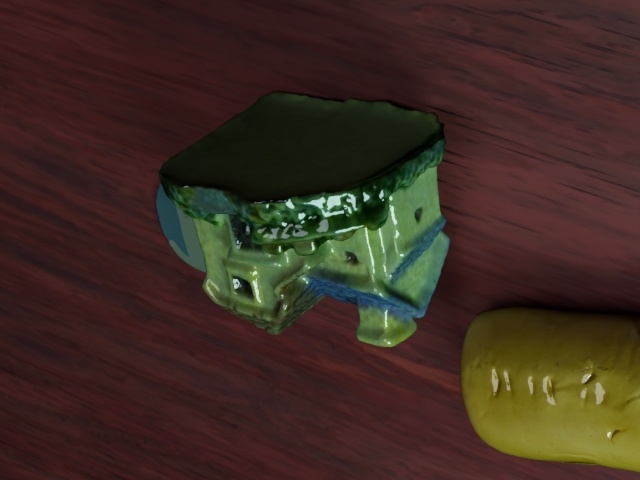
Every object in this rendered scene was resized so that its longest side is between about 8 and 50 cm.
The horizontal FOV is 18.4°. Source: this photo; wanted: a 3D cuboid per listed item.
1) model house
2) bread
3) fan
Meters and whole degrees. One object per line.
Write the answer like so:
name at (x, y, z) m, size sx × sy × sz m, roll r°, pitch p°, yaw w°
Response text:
model house at (0.000, 0.000, 1.676) m, size 0.214 × 0.195 × 0.189 m, roll 10°, pitch 125°, yaw 33°
bread at (0.252, 0.130, 1.625) m, size 0.305 × 0.091 × 0.142 m, roll 2°, pitch 108°, yaw 33°
fan at (-0.092, 0.007, 1.852) m, size 0.113 × 0.005 × 0.175 m, roll -25°, pitch 97°, yaw 40°
